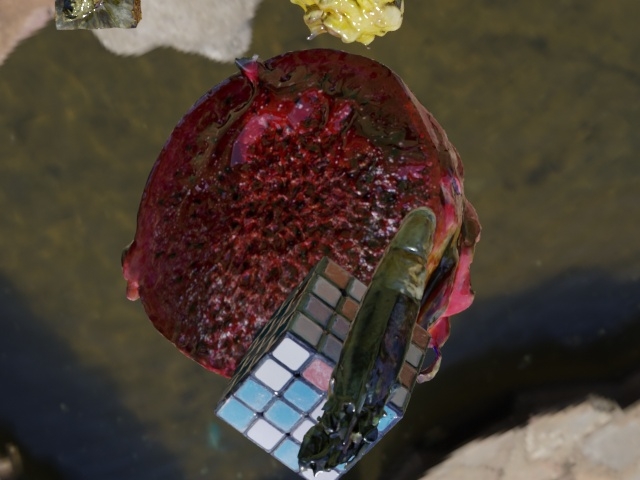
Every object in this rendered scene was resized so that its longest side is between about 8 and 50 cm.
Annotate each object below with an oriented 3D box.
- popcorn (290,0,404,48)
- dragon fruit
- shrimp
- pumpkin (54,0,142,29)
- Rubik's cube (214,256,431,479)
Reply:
[{"bbox_3d":[0.037,-0.338,1.911,0.148,0.167,0.152,7,107,-36],"label":"popcorn"},{"bbox_3d":[0.000,0.000,1.470,0.386,0.371,0.249,-17,155,26],"label":"dragon fruit"},{"bbox_3d":[0.028,0.056,0.689,0.034,0.161,0.091,20,145,6],"label":"shrimp"},{"bbox_3d":[-0.204,-0.228,1.257,0.083,0.054,0.074,1,119,8],"label":"pumpkin"},{"bbox_3d":[0.003,0.086,0.901,0.092,0.092,0.092,36,125,-6],"label":"Rubik's cube"}]
